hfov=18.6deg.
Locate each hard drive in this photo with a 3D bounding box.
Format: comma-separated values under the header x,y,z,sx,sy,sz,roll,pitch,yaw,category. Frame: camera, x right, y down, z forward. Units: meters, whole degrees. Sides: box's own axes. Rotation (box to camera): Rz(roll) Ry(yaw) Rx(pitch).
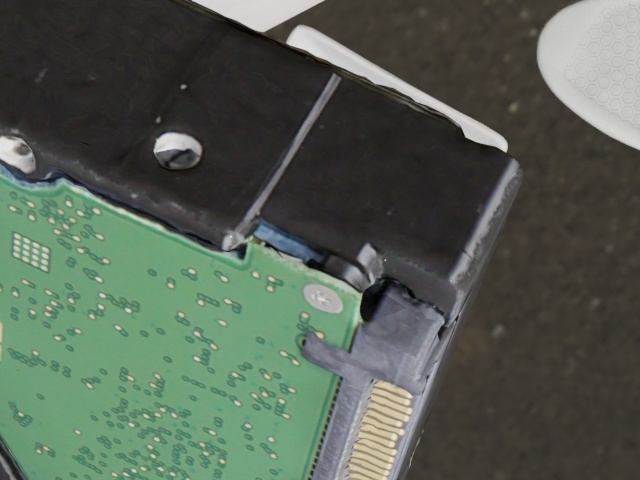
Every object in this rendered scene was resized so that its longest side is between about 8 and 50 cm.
x,y,z,sx,sy,sz,roll,pitch,yaw,category
-0.134,-0.003,0.510,0.339,0.064,0.237,25,143,9,hard drive

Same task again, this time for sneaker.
x,y,z,sx,sy,sz,roll,pitch,yaw,category
0.264,-0.080,1.170,0.296,0.104,0.147,8,176,-4,sneaker

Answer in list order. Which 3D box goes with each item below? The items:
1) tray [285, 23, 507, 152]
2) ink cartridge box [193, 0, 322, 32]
x,y,z,sx,sy,sz,roll,pitch,yaw,category
0.000,0.000,1.216,0.145,0.030,0.270,30,124,2,tray
-0.023,-0.229,0.938,0.092,0.160,0.219,22,-135,-66,ink cartridge box
